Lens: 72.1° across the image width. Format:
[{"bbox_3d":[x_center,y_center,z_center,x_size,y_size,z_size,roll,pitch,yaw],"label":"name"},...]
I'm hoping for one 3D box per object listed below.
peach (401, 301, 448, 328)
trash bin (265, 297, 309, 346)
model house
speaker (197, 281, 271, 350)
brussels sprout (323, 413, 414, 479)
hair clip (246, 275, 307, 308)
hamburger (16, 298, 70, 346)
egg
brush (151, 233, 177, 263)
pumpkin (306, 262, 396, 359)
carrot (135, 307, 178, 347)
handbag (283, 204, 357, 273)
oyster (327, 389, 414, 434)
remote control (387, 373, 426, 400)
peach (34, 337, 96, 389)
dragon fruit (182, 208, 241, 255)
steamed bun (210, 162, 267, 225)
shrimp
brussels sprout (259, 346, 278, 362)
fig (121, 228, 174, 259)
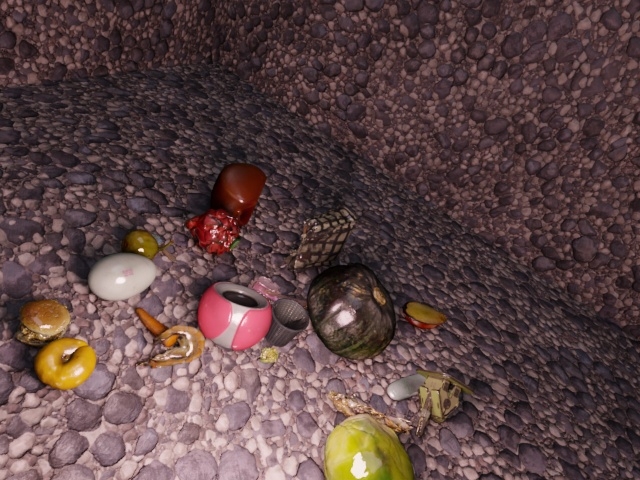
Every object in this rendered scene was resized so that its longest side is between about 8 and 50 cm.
[{"bbox_3d":[0.551,0.410,2.357,0.280,0.068,0.189,15,30,-15],"label":"peach"},{"bbox_3d":[-0.157,0.359,1.867,0.176,0.161,0.175,22,35,-16],"label":"trash bin"},{"bbox_3d":[0.496,0.719,1.874,0.218,0.205,0.278,32,67,-22],"label":"model house"},{"bbox_3d":[-0.345,0.288,1.736,0.295,0.294,0.294,18,37,-14],"label":"speaker"},{"bbox_3d":[0.153,0.776,1.501,0.344,0.268,0.344,32,14,-9],"label":"brussels sprout"},{"bbox_3d":[-0.195,0.265,2.031,0.301,0.069,0.173,21,34,7],"label":"hair clip"},{"bbox_3d":[-0.934,0.265,1.493,0.159,0.131,0.184,16,34,-22],"label":"hamburger"},{"bbox_3d":[-0.767,0.137,1.715,0.183,0.182,0.264,44,31,21],"label":"egg"},{"bbox_3d":[-0.718,0.041,2.001,0.196,0.021,0.070,39,39,13],"label":"brush"},{"bbox_3d":[0.132,0.313,1.945,0.454,0.344,0.454,44,25,-28],"label":"pumpkin"},{"bbox_3d":[-0.639,0.323,1.685,0.210,0.061,0.061,35,36,16],"label":"carrot"},{"bbox_3d":[0.000,0.000,2.268,0.327,0.325,0.162,-16,53,-45],"label":"handbag"},{"bbox_3d":[0.185,0.683,1.708,0.355,0.201,0.107,24,79,13],"label":"oyster"},{"bbox_3d":[0.398,0.653,1.976,0.256,0.045,0.097,-5,51,-41],"label":"remote control"},{"bbox_3d":[-0.823,0.396,1.429,0.179,0.103,0.179,20,34,-14],"label":"peach"},{"bbox_3d":[-0.515,-0.057,2.079,0.293,0.233,0.233,25,36,-11],"label":"dragon fruit"},{"bbox_3d":[-0.451,-0.265,2.367,0.248,0.235,0.379,25,36,-10],"label":"steamed bun"},{"bbox_3d":[-0.544,0.387,1.608,0.255,0.145,0.059,0,1,-33],"label":"shrimp"},{"bbox_3d":[-0.209,0.469,1.792,0.085,0.058,0.085,-8,42,7],"label":"brussels sprout"},{"bbox_3d":[-0.766,0.024,1.909,0.142,0.147,0.186,25,-1,18],"label":"fig"}]
